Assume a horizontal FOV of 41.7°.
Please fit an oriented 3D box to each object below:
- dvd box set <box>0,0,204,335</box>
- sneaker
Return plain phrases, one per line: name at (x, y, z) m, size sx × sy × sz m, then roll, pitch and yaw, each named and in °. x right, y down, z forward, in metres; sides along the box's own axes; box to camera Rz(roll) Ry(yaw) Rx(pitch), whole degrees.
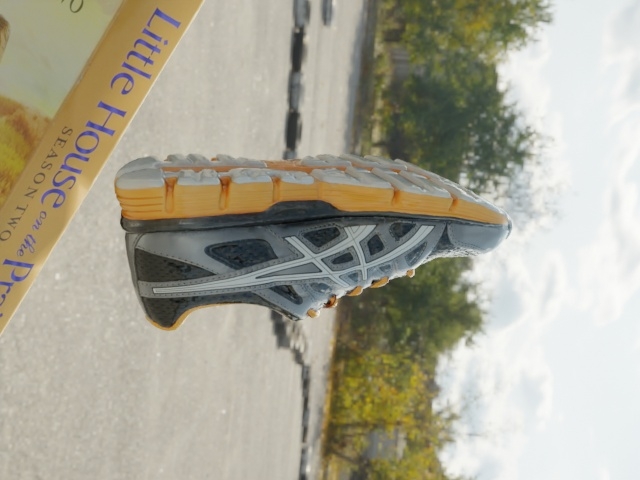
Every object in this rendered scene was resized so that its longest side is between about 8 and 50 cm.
dvd box set at (-0.249, -0.131, 0.572) m, size 0.420 × 0.307 × 0.062 m, roll -55°, pitch 151°, yaw 10°
sneaker at (0.000, 0.000, 0.443) m, size 0.084 × 0.215 × 0.083 m, roll -139°, pitch -129°, yaw -66°
